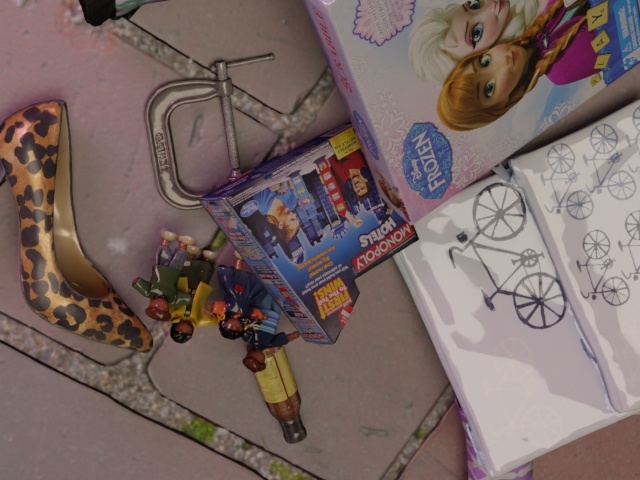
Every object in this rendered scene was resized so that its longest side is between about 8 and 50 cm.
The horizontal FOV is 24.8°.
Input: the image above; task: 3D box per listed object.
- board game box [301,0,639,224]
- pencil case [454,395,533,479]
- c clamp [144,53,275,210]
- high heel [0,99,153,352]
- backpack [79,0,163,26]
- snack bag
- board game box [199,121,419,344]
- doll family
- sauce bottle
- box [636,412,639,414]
[{"bbox_3d":[0.159,-0.214,1.411,0.318,0.066,0.318,-36,139,-8],"label":"board game box"},{"bbox_3d":[0.203,0.271,1.687,0.088,0.086,0.206,3,110,16],"label":"pencil case"},{"bbox_3d":[-0.111,-0.109,1.507,0.137,0.022,0.160,-5,110,-11],"label":"c clamp"},{"bbox_3d":[-0.236,-0.011,1.473,0.261,0.093,0.186,37,105,-13],"label":"high heel"},{"bbox_3d":[-0.151,-0.289,1.383,0.182,0.115,0.151,-17,110,-9],"label":"backpack"},{"bbox_3d":[0.270,0.053,1.589,0.343,0.037,0.323,-24,94,0],"label":"snack bag"},{"bbox_3d":[0.000,0.000,1.521,0.194,0.060,0.194,-30,106,-28],"label":"board game box"},{"bbox_3d":[-0.107,0.069,1.532,0.193,0.076,0.111,15,73,-11],"label":"doll family"},{"bbox_3d":[-0.046,0.166,1.611,0.042,0.042,0.128,-18,112,-6],"label":"sauce bottle"},{"bbox_3d":[0.376,0.127,1.674,0.137,0.072,0.126,-5,110,-10],"label":"box"}]
